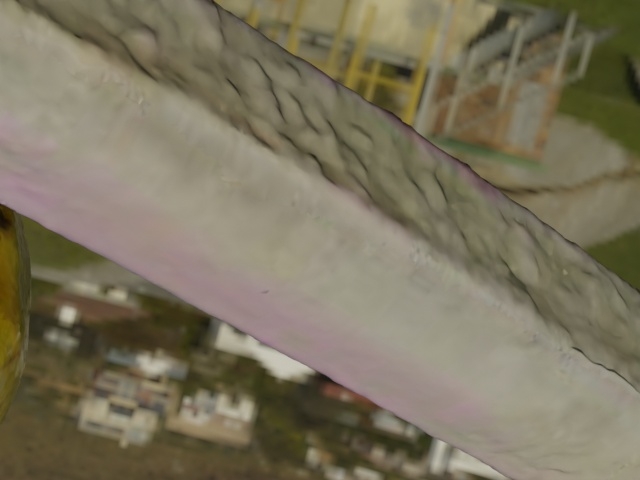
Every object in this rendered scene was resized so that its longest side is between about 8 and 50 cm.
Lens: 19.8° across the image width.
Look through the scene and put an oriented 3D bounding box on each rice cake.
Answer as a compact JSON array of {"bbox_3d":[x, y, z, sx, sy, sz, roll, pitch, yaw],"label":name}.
[{"bbox_3d":[0.001,0.000,0.552,0.399,0.064,0.070,31,131,-32],"label":"rice cake"}]

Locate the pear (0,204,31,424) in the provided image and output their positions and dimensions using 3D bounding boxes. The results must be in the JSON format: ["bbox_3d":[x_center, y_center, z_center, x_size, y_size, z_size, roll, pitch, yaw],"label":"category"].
[{"bbox_3d":[-0.271,0.028,0.874,0.321,0.269,0.269,3,175,39],"label":"pear"}]
